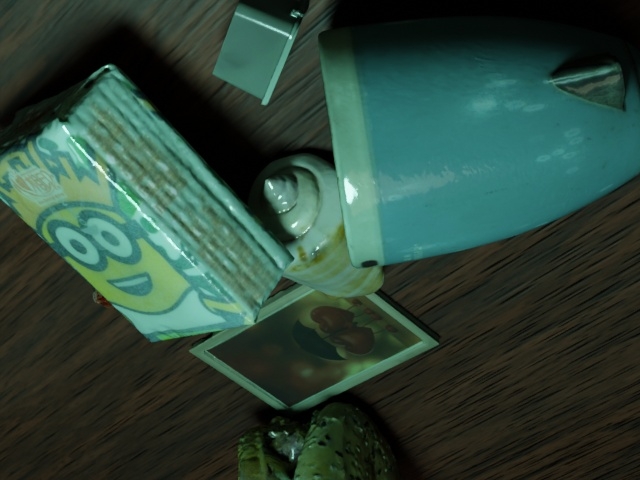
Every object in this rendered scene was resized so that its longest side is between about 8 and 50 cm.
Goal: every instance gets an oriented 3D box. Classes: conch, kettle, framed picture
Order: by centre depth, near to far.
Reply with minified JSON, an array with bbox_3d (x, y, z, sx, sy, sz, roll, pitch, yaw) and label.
[{"bbox_3d":[0.184,-0.109,1.237,0.342,0.247,0.319,-9,167,2],"label":"kettle"},{"bbox_3d":[0.001,0.006,1.410,0.158,0.127,0.255,-35,126,16],"label":"conch"},{"bbox_3d":[-0.012,0.145,1.644,0.290,0.020,0.211,-30,126,31],"label":"framed picture"}]

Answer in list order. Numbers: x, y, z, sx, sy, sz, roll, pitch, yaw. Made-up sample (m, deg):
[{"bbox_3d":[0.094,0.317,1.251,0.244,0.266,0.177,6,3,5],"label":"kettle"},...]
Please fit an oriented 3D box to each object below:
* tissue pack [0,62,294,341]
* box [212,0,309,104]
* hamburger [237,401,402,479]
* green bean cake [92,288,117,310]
[{"bbox_3d":[-0.211,-0.031,1.318,0.228,0.128,0.311,-14,126,49],"label":"tissue pack"},{"bbox_3d":[-0.063,-0.212,1.225,0.069,0.084,0.122,22,134,-5],"label":"box"},{"bbox_3d":[0.006,0.384,1.707,0.195,0.276,0.318,-16,154,21],"label":"hamburger"},{"bbox_3d":[-0.224,0.048,1.529,0.136,0.056,0.135,14,135,-10],"label":"green bean cake"}]
